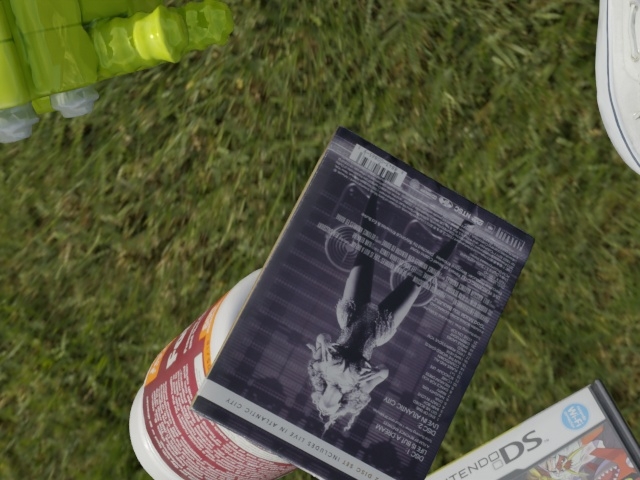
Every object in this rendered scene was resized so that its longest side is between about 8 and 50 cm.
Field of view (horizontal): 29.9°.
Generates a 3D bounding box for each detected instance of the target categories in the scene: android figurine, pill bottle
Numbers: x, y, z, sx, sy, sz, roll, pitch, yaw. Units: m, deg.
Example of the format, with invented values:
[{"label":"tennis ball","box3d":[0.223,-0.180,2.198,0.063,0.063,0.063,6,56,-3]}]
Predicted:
[{"label":"android figurine","box3d":[-0.171,-0.059,0.472,0.273,0.248,0.056,-11,102,11]},{"label":"pill bottle","box3d":[-0.091,0.190,1.486,0.224,0.392,0.224,10,65,-23]}]

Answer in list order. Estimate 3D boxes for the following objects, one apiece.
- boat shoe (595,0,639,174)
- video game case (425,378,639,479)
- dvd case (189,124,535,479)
[{"label":"boat shoe","box3d":[0.398,-0.228,1.321,0.136,0.156,0.367,-12,108,-14]},{"label":"video game case","box3d":[0.195,0.291,1.014,0.248,0.275,0.035,-31,144,9]},{"label":"dvd case","box3d":[0.033,0.055,0.818,0.164,0.018,0.221,29,75,-8]}]
